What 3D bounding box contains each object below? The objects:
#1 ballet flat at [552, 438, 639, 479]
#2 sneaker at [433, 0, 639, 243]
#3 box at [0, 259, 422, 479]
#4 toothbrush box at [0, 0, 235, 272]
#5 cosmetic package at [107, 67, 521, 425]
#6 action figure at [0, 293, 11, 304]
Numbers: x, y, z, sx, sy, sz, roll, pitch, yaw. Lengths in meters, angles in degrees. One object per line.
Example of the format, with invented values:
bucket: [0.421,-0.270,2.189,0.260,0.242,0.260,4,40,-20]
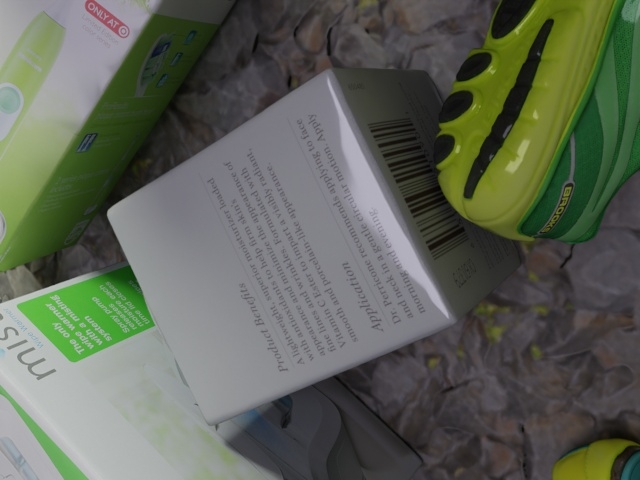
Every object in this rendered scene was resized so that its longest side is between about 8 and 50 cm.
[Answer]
ballet flat: [0.209,0.236,0.508,0.077,0.077,0.231,-23,87,51]
sneaker: [0.173,-0.130,0.430,0.295,0.123,0.109,-58,34,11]
box: [-0.100,0.148,0.552,0.262,0.231,0.126,42,117,14]
toothbrush box: [-0.213,-0.151,0.569,0.206,0.122,0.283,40,107,4]
cosmetic package: [0.000,0.000,0.511,0.184,0.151,0.151,-26,88,29]
action figure: [-0.323,0.018,0.696,0.276,0.141,0.164,38,115,33]
